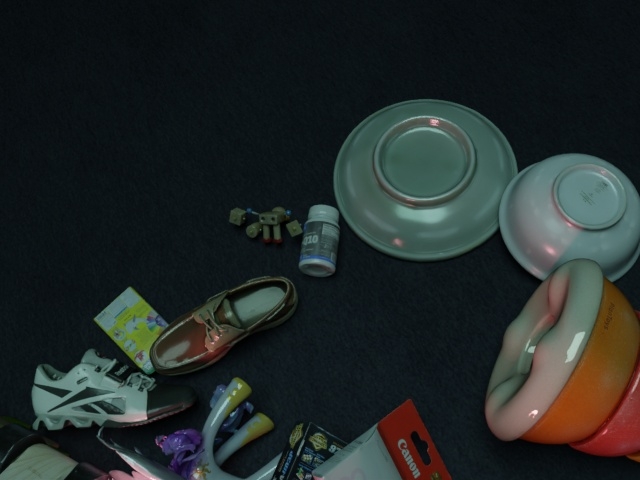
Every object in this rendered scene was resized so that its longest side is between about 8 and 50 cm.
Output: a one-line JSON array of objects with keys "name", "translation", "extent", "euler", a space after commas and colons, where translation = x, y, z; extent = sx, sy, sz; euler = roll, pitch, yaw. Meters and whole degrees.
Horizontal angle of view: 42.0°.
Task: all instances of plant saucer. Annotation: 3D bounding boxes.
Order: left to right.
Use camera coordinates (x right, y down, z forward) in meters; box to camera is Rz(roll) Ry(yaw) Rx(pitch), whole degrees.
[{"name": "plant saucer", "translation": [0.221, -0.154, 1.774], "extent": [0.400, 0.101, 0.401], "euler": [-3, 64, 6]}]

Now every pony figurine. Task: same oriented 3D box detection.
[{"name": "pony figurine", "translation": [-0.211, 0.431, 1.484], "extent": [0.351, 0.303, 0.363], "euler": [34, 58, 12]}]

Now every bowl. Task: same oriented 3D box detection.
[{"name": "bowl", "translation": [0.514, -0.061, 1.649], "extent": [0.297, 0.134, 0.298], "euler": [0, 68, -1]}]

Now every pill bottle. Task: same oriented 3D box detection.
[{"name": "pill bottle", "translation": [0.000, 0.000, 1.741], "extent": [0.078, 0.078, 0.137], "euler": [3, 65, 9]}]

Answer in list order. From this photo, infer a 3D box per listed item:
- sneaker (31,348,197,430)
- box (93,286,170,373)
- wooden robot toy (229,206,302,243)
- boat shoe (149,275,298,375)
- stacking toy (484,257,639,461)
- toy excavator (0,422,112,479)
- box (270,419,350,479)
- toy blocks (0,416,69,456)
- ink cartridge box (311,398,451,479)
[{"name": "sneaker", "translation": [-0.406, 0.282, 1.613], "extent": [0.330, 0.122, 0.146], "euler": [-5, 92, 4]}, {"name": "box", "translation": [-0.371, 0.190, 1.721], "extent": [0.105, 0.043, 0.179], "euler": [-43, 65, -14]}, {"name": "wooden robot toy", "translation": [-0.104, -0.041, 1.792], "extent": [0.173, 0.076, 0.079], "euler": [4, 20, 22]}, {"name": "boat shoe", "translation": [-0.194, 0.156, 1.651], "extent": [0.324, 0.116, 0.123], "euler": [-30, 75, -13]}, {"name": "stacking toy", "translation": [0.560, 0.281, 1.449], "extent": [0.479, 0.351, 0.351], "euler": [28, 70, 1]}, {"name": "toy excavator", "translation": [-0.518, 0.609, 1.398], "extent": [0.222, 0.445, 0.433], "euler": [18, 44, 25]}, {"name": "box", "translation": [0.017, 0.443, 1.467], "extent": [0.220, 0.051, 0.175], "euler": [34, 67, -26]}, {"name": "toy blocks", "translation": [-0.691, 0.454, 1.581], "extent": [0.381, 0.191, 0.261], "euler": [20, 80, 14]}, {"name": "ink cartridge box", "translation": [0.121, 0.419, 1.456], "extent": [0.232, 0.066, 0.189], "euler": [-31, 101, -19]}]
